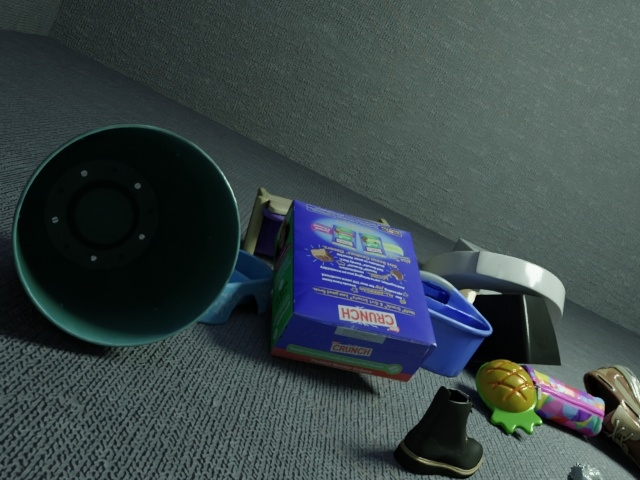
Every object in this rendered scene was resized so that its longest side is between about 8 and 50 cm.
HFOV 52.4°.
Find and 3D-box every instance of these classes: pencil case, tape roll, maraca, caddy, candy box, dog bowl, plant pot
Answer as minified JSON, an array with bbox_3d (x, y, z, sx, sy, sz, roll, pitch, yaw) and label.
[{"bbox_3d":[0.533,0.365,1.479,0.236,0.104,0.104,24,13,-14],"label":"pencil case"},{"bbox_3d":[0.459,0.144,1.767,0.391,0.072,0.392,15,-23,6],"label":"tape roll"},{"bbox_3d":[0.392,0.325,1.359,0.127,0.099,0.186,1,38,-3],"label":"maraca"},{"bbox_3d":[0.225,0.157,1.489,0.341,0.179,0.241,24,14,-13],"label":"caddy"},{"bbox_3d":[0.052,0.090,1.227,0.268,0.122,0.317,15,36,-14],"label":"candy box"},{"bbox_3d":[-0.191,0.072,1.214,0.165,0.074,0.297,32,14,21],"label":"dog bowl"},{"bbox_3d":[-0.295,-0.020,0.942,0.293,0.293,0.235,20,-1,-30],"label":"plant pot"},{"bbox_3d":[0.463,0.218,1.594,0.188,0.167,0.187,-7,-14,42],"label":"plant pot"}]

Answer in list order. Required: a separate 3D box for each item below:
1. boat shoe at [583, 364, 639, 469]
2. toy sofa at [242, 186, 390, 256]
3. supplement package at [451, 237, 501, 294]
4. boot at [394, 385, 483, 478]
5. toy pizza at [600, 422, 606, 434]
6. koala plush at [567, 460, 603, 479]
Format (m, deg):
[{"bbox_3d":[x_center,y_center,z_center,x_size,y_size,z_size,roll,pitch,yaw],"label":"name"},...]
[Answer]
[{"bbox_3d":[0.704,0.429,1.492,0.116,0.123,0.324,2,37,-12],"label":"boat shoe"},{"bbox_3d":[0.000,0.000,1.592,0.362,0.150,0.177,14,17,-14],"label":"toy sofa"},{"bbox_3d":[0.552,0.142,2.206,0.175,0.178,0.293,24,14,-17],"label":"supplement package"},{"bbox_3d":[0.221,0.297,1.023,0.197,0.137,0.077,15,18,-46],"label":"boot"},{"bbox_3d":[0.727,0.462,1.637,0.201,0.032,0.201,26,12,-6],"label":"toy pizza"},{"bbox_3d":[0.385,0.405,0.863,0.221,0.196,0.203,22,2,-20],"label":"koala plush"}]
